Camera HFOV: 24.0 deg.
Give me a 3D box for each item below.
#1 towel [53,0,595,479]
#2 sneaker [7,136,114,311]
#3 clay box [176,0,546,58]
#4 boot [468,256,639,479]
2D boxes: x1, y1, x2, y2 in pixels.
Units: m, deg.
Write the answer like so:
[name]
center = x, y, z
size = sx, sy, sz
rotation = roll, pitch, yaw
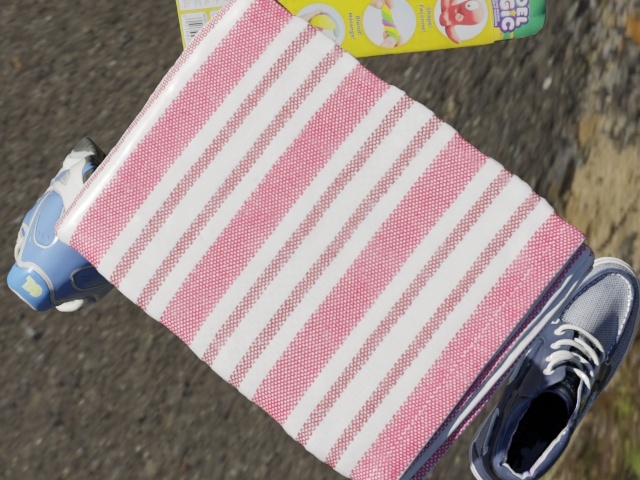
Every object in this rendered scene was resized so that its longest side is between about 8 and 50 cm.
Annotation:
[towel]
center = 0.000, 0.000, 0.645
size = 0.197, 0.029, 0.144
rotation = 39, 88, 9
[sneaker]
center = -0.142, -0.007, 0.892
size = 0.081, 0.211, 0.080
rotation = -44, 93, 1
[clay box]
center = 0.021, -0.177, 0.914
size = 0.222, 0.053, 0.127
rotation = -5, 108, 7
[boot]
center = 0.172, 0.090, 1.031
size = 0.069, 0.086, 0.190
rotation = 32, 78, 0
